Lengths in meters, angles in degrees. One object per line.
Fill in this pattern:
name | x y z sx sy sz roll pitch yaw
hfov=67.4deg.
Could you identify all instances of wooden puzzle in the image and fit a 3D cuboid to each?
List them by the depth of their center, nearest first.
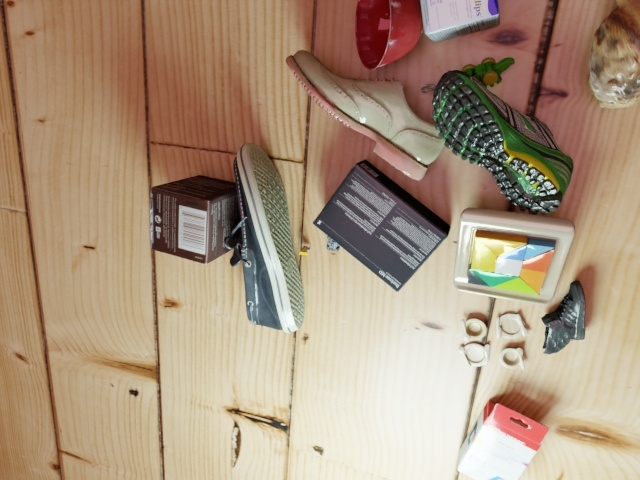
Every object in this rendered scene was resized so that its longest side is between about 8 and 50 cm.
wooden puzzle | 0.408 0.044 1.043 0.221 0.044 0.239 9 133 19

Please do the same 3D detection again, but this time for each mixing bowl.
mixing bowl | 0.147 -0.447 0.984 0.098 0.181 0.181 -7 107 -17

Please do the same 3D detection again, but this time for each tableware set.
tableware set | 0.416 0.245 1.158 0.168 0.020 0.141 -6 104 22

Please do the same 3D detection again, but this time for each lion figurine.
lion figurine | 0.601 -0.389 0.758 0.392 0.142 0.240 154 116 -63

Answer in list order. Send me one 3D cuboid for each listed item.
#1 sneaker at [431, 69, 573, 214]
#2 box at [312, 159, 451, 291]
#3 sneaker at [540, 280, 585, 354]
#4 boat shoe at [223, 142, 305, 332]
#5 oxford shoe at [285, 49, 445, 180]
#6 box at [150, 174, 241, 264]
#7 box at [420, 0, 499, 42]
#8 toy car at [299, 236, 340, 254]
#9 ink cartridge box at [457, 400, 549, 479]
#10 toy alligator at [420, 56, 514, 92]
sneaker | 0.367 -0.212 0.976 0.343 0.146 0.134 45 151 -6
box | 0.143 -0.037 1.130 0.261 0.103 0.184 40 112 5
sneaker | 0.538 0.173 1.071 0.089 0.051 0.170 -6 107 18
boat shoe | -0.158 0.009 1.218 0.156 0.187 0.500 -4 110 16
oxford shoe | 0.106 -0.306 1.054 0.397 0.140 0.146 37 110 -4
box | -0.306 -0.061 1.238 0.167 0.203 0.168 13 110 17
box | 0.276 -0.448 0.939 0.137 0.126 0.072 -7 102 22
toy car | 0.000 0.000 1.229 0.122 0.040 0.060 -5 125 20
ink cartridge box | 0.449 0.498 1.190 0.134 0.078 0.231 24 113 12
toy alligator | 0.310 -0.331 1.006 0.189 0.056 0.051 -13 141 24
